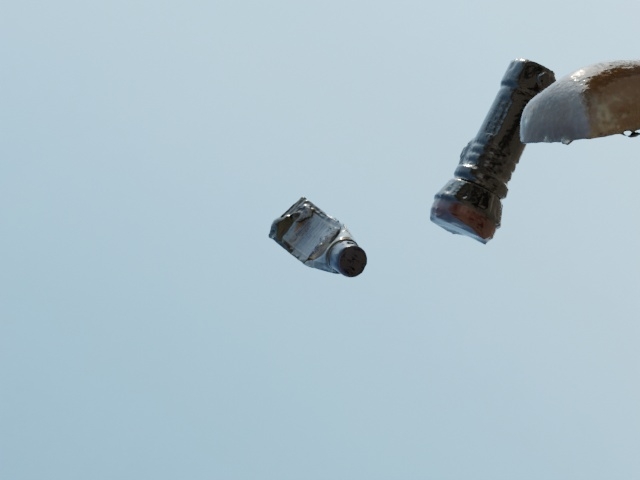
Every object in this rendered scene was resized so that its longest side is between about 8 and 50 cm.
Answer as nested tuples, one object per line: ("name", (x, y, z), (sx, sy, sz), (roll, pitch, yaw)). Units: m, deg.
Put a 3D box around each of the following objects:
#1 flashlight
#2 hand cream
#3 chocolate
("flashlight", (0.216, -0.114, 2.060), (0.093, 0.093, 0.232), (36, -106, -49))
("hand cream", (0.000, 0.000, 1.789), (0.039, 0.163, 0.062), (41, -93, -31))
("chocolate", (0.342, -0.163, 1.866), (0.261, 0.161, 0.083), (-13, -83, -34))
